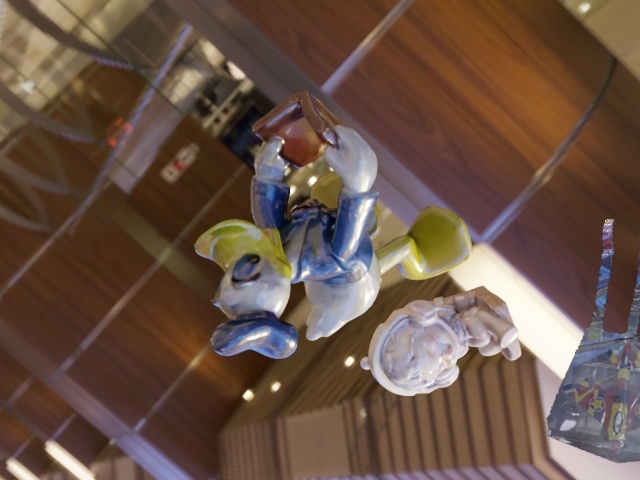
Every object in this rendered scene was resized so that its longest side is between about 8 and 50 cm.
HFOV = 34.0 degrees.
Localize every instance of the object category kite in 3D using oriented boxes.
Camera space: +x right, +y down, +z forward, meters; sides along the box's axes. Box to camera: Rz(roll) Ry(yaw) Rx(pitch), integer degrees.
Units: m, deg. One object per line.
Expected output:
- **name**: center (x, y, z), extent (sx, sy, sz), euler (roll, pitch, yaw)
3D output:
- **kite**: center (0.306, 0.103, 1.038), extent (0.015, 0.141, 0.245), euler (-34, 130, -75)

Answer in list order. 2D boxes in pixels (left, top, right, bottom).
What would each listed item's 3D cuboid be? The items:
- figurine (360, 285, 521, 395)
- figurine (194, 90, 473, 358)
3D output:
- **figurine**: center (0.179, 0.161, 1.607), extent (0.236, 0.163, 0.141), euler (-18, -152, -6)
- **figurine**: center (0.000, 0.000, 1.066), extent (0.338, 0.204, 0.284), euler (-48, 143, -45)
